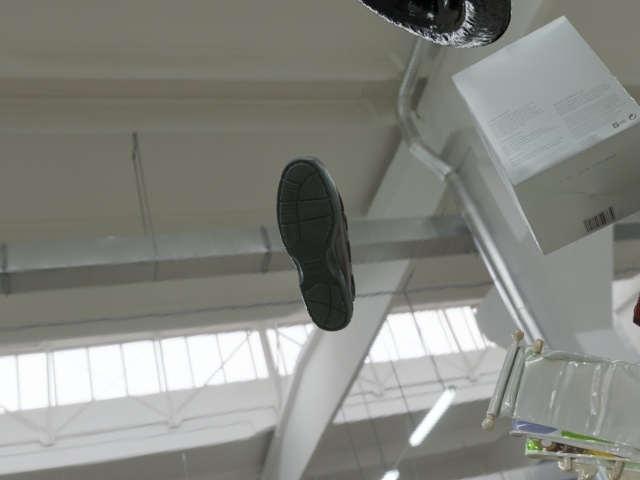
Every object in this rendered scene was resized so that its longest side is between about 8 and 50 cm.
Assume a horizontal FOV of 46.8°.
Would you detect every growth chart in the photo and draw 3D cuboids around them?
[{"bbox_3d":[0.310,0.199,0.870,0.237,0.172,0.021,12,-34,35],"label":"growth chart"}]

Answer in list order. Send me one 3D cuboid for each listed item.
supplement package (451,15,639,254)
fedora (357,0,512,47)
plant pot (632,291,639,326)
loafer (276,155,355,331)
[{"bbox_3d":[0.363,-0.162,1.150,0.199,0.263,0.198,-27,-42,12],"label":"supplement package"},{"bbox_3d":[0.091,-0.333,0.708,0.152,0.334,0.334,-52,-41,0],"label":"fedora"},{"bbox_3d":[0.667,0.085,1.232,0.235,0.268,0.267,16,2,27],"label":"plant pot"},{"bbox_3d":[0.000,0.000,1.102,0.096,0.084,0.268,-4,-72,22],"label":"loafer"}]
